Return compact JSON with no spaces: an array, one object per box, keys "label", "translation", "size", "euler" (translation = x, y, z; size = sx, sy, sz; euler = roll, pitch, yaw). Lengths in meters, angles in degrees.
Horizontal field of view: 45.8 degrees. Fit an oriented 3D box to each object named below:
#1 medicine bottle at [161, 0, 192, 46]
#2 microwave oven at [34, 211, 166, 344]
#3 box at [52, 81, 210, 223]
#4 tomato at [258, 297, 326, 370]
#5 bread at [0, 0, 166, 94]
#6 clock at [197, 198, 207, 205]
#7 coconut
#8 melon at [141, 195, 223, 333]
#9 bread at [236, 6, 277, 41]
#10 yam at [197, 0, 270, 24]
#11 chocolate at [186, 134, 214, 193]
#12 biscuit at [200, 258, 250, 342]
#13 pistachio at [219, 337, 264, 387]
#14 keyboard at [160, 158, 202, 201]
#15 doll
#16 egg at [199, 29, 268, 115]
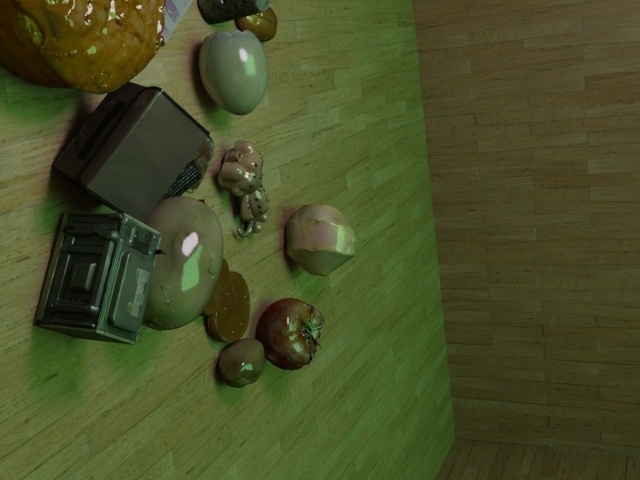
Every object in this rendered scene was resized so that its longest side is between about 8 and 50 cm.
[{"label":"medicine bottle","translation":[-0.393,-0.586,1.804],"size":[0.171,0.052,0.201],"euler":[63,35,-41]},{"label":"microwave oven","translation":[-0.442,0.076,1.532],"size":[0.145,0.193,0.241],"euler":[36,60,-57]},{"label":"box","translation":[-0.395,-0.187,1.580],"size":[0.252,0.153,0.188],"euler":[-58,144,-8]},{"label":"tomato","translation":[-0.100,0.262,2.246],"size":[0.155,0.180,0.214],"euler":[48,43,-46]},{"label":"bread","translation":[-0.470,-0.474,1.462],"size":[0.398,0.215,0.398],"euler":[-2,90,-65]},{"label":"clock","translation":[-0.324,-0.020,1.923],"size":[0.155,0.061,0.113],"euler":[-61,141,-51]},{"label":"coconut","translation":[0.000,0.000,2.405],"size":[0.197,0.236,0.237],"euler":[11,79,-58]},{"label":"melon","translation":[-0.335,0.053,1.709],"size":[0.223,0.223,0.317],"euler":[50,45,-52]},{"label":"bread","translation":[-0.178,-0.644,2.219],"size":[0.189,0.077,0.114],"euler":[1,84,-61]},{"label":"yam","translation":[-0.220,-0.640,1.996],"size":[0.107,0.194,0.107],"euler":[11,78,-61]},{"label":"chocolate","translation":[-0.371,-0.221,1.792],"size":[0.254,0.080,0.157],"euler":[22,94,-55]},{"label":"biscuit","translation":[-0.270,0.157,2.045],"size":[0.289,0.044,0.202],"euler":[54,43,-48]},{"label":"pistachio","translation":[-0.214,0.336,2.098],"size":[0.108,0.126,0.185],"euler":[-54,174,29]},{"label":"keyboard","translation":[-0.363,-0.115,1.788],"size":[0.196,0.015,0.074],"euler":[-43,143,-21]},{"label":"doll","translation":[-0.206,-0.140,2.121],"size":[0.154,0.119,0.278],"euler":[-58,149,-46]},{"label":"egg","translation":[-0.226,-0.437,1.990],"size":[0.183,0.183,0.217],"euler":[-23,110,-62]}]
